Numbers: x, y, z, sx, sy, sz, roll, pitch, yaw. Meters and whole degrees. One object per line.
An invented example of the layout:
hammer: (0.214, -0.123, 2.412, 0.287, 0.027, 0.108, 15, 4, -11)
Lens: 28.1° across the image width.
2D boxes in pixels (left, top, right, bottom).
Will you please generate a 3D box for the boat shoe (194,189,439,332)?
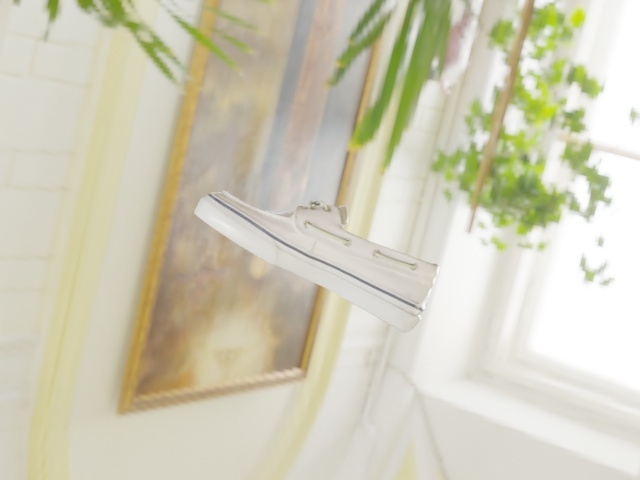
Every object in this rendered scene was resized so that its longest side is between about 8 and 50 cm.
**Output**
boat shoe: (0.000, 0.000, 1.151, 0.226, 0.076, 0.083, 28, -179, -11)
